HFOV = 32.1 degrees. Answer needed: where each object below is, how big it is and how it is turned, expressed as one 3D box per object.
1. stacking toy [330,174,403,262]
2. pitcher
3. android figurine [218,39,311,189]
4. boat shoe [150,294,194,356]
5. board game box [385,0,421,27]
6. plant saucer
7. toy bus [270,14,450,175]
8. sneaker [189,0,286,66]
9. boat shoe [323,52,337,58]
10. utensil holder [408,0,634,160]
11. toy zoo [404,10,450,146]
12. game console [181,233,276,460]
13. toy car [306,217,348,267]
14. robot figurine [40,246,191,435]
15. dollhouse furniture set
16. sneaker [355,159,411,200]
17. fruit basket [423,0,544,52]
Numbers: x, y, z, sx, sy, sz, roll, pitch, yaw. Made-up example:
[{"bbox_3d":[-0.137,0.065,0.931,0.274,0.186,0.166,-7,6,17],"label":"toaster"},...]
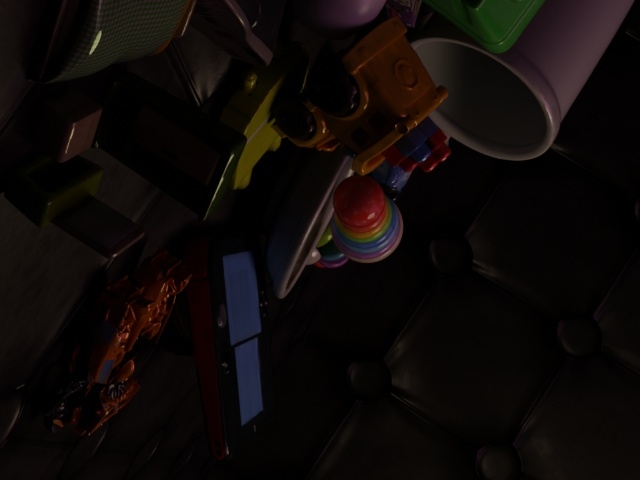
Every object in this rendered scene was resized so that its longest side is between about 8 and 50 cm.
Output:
[{"bbox_3d":[0.078,-0.044,2.002,0.141,0.141,0.330,-57,172,-3],"label":"stacking toy"},{"bbox_3d":[0.022,-0.363,1.407,0.178,0.125,0.207,0,135,-36],"label":"pitcher"},{"bbox_3d":[-0.089,-0.181,1.584,0.248,0.056,0.273,-53,171,-23],"label":"android figurine"},{"bbox_3d":[-0.221,0.151,1.893,0.102,0.108,0.301,-21,173,6],"label":"boat shoe"},{"bbox_3d":[0.162,-0.494,1.579,0.208,0.056,0.347,21,87,-79],"label":"board game box"},{"bbox_3d":[-0.020,-0.089,2.033,0.400,0.100,0.400,-63,177,-6],"label":"plant saucer"},{"bbox_3d":[0.070,-0.166,1.526,0.149,0.211,0.220,-45,-173,-40],"label":"toy bus"},{"bbox_3d":[-0.091,-0.282,1.225,0.222,0.083,0.118,39,68,-78],"label":"sneaker"},{"bbox_3d":[0.021,-0.286,1.866,0.042,0.049,0.133,-24,179,0],"label":"boat shoe"},{"bbox_3d":[0.387,-0.402,2.136,0.385,0.327,0.327,-55,171,-22],"label":"utensil holder"},{"bbox_3d":[0.224,-0.312,2.292,0.192,0.030,0.293,-41,121,-59],"label":"toy zoo"},{"bbox_3d":[-0.138,0.161,1.852,0.386,0.060,0.342,-6,86,-80],"label":"game console"},{"bbox_3d":[0.000,0.000,2.316,0.159,0.136,0.182,-53,-161,-20],"label":"toy car"},{"bbox_3d":[-0.291,0.156,1.572,0.291,0.085,0.211,-62,169,29],"label":"robot figurine"},{"bbox_3d":[-0.155,-0.147,1.050,0.197,0.151,0.301,-44,164,-55],"label":"dollhouse furniture set"},{"bbox_3d":[0.110,-0.159,2.265,0.330,0.130,0.147,-135,-115,-79],"label":"sneaker"},{"bbox_3d":[0.315,-0.535,1.899,0.392,0.283,0.392,-45,164,-17],"label":"fruit basket"}]
